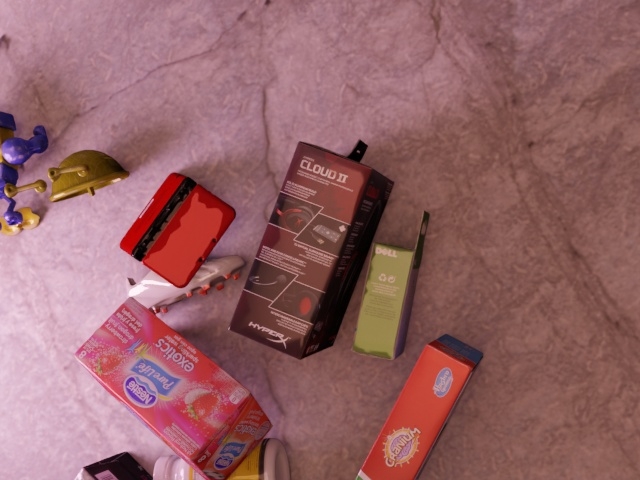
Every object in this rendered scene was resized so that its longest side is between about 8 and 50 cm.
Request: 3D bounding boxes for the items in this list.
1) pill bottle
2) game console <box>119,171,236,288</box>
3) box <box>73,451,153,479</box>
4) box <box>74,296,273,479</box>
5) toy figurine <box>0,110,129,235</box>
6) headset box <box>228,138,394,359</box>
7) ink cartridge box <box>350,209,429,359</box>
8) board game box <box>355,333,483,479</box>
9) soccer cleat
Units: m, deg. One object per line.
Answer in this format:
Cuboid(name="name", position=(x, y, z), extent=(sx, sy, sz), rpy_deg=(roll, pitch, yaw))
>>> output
Cuboid(name="pill bottle", position=(-0.143, 0.344, 1.389), extent=(0.184, 0.103, 0.103), rpy_deg=(-7, 86, 13))
Cuboid(name="game console", position=(-0.215, -0.017, 1.430), extent=(0.085, 0.124, 0.144), rpy_deg=(39, 82, -27))
Cuboid(name="box", position=(-0.272, 0.451, 1.384), extent=(0.247, 0.163, 0.142), rpy_deg=(41, 95, 11))
Cuboid(name="box", position=(-0.207, 0.211, 1.347), extent=(0.257, 0.128, 0.122), rpy_deg=(34, 71, 28))
Cuboid(name="toy figurine", position=(-0.499, -0.134, 1.452), extent=(0.362, 0.191, 0.217), rpy_deg=(-20, 79, 10))
Cuboid(name="headset box", position=(0.000, 0.000, 1.311), extent=(0.110, 0.218, 0.293), rpy_deg=(21, 92, 11))
Cuboid(name="ink cartridge box", position=(0.100, 0.057, 1.342), extent=(0.062, 0.109, 0.209), rpy_deg=(12, 91, 12))
Cuboid(name="board game box", position=(0.109, 0.282, 1.265), extent=(0.064, 0.242, 0.317), rpy_deg=(28, 93, 13))
Cuboid(name="soccer cleat", position=(-0.208, 0.054, 1.435), extent=(0.196, 0.068, 0.076), rpy_deg=(-24, 80, 14))
